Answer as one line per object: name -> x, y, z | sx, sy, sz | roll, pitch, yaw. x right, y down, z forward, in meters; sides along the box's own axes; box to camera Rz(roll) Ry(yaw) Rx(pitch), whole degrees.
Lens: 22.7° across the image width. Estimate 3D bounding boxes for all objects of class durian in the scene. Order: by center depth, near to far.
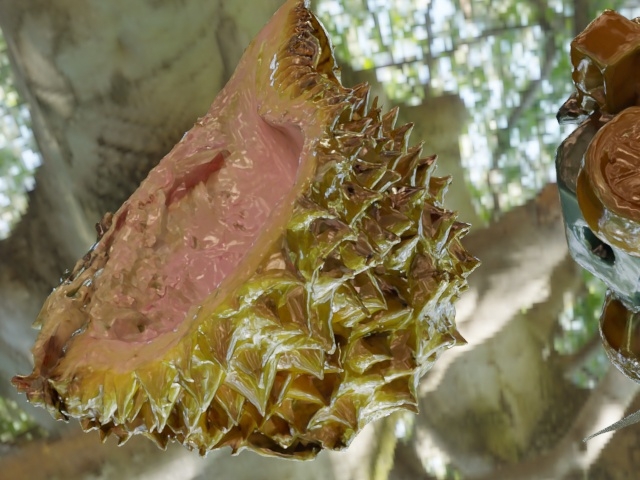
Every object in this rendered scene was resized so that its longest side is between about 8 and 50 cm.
durian -> 0.002, 0.014, 0.897 | 0.185, 0.195, 0.305 | -20, -148, 44

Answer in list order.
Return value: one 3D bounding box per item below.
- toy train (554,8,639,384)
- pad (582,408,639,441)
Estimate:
toy train -> 0.283, 0.006, 0.768 | 0.231, 0.163, 0.369 | -41, -124, -15
pad -> 0.389, 0.162, 1.669 | 0.181, 0.267, 0.004 | -18, -103, -16
